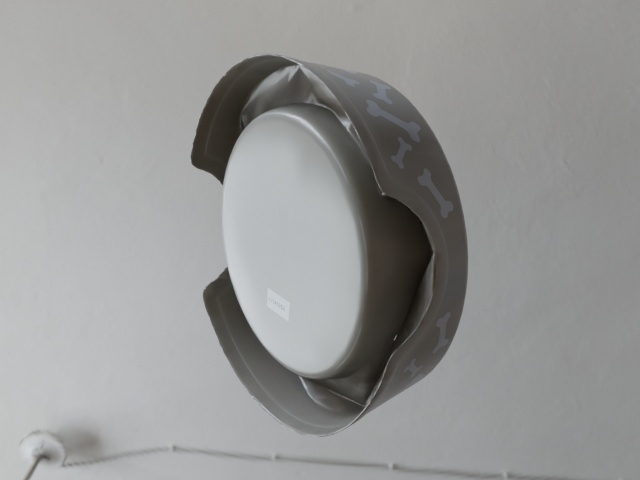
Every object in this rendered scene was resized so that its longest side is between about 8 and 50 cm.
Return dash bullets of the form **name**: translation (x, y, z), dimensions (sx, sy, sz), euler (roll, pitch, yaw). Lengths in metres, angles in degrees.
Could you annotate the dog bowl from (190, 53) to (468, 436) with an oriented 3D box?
- **dog bowl**: translation (0.000, 0.000, 0.936), dimensions (0.102, 0.349, 0.349), euler (-11, -64, -32)
